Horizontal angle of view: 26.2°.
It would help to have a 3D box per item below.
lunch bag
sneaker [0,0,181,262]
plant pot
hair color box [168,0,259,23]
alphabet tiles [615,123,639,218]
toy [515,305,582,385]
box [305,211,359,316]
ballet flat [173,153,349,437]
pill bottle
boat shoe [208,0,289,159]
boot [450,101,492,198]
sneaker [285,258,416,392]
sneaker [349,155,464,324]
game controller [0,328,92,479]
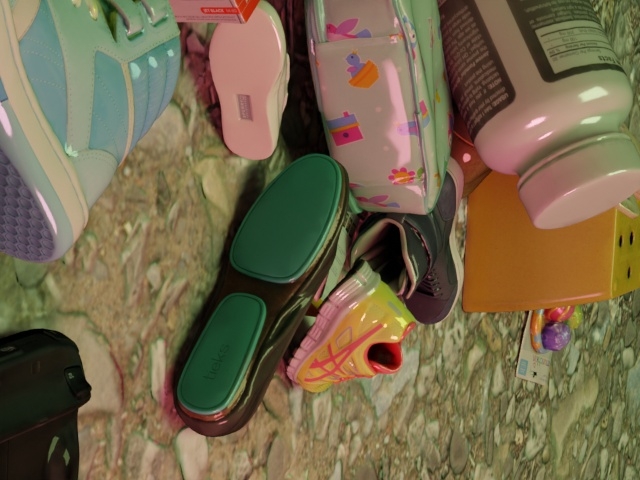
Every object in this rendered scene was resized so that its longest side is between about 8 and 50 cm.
[{"bbox_3d":[0.063,-0.174,1.360,0.224,0.107,0.279,-76,159,-53],"label":"lunch bag"},{"bbox_3d":[-0.195,-0.163,0.914,0.208,0.127,0.319,-56,150,-37],"label":"sneaker"},{"bbox_3d":[0.318,-0.011,1.796,0.212,0.187,0.212,-10,105,-60],"label":"plant pot"},{"bbox_3d":[-0.116,-0.246,1.065,0.053,0.093,0.167,-63,145,-33],"label":"hair color box"},{"bbox_3d":[0.301,-0.150,1.678,0.284,0.021,0.278,29,35,-29],"label":"alphabet tiles"},{"bbox_3d":[0.352,0.094,2.015,0.137,0.056,0.237,22,76,-59],"label":"toy"},{"bbox_3d":[0.000,0.000,1.392,0.081,0.028,0.136,55,46,-50],"label":"box"},{"bbox_3d":[-0.051,0.053,1.258,0.280,0.095,0.096,-61,155,-17],"label":"ballet flat"},{"bbox_3d":[0.226,-0.181,1.472,0.176,0.176,0.319,15,51,-61],"label":"pill bottle"},{"bbox_3d":[-0.054,-0.150,1.197,0.184,0.066,0.063,83,18,-51],"label":"boat shoe"},{"bbox_3d":[0.206,-0.144,1.696,0.305,0.112,0.115,-41,161,-57],"label":"boot"},{"bbox_3d":[0.032,0.107,1.334,0.081,0.094,0.208,-49,173,-30],"label":"sneaker"},{"bbox_3d":[0.093,0.036,1.485,0.163,0.086,0.226,-54,150,-44],"label":"sneaker"},{"bbox_3d":[-0.270,0.167,0.923,0.319,0.067,0.167,-19,126,-58],"label":"game controller"}]
